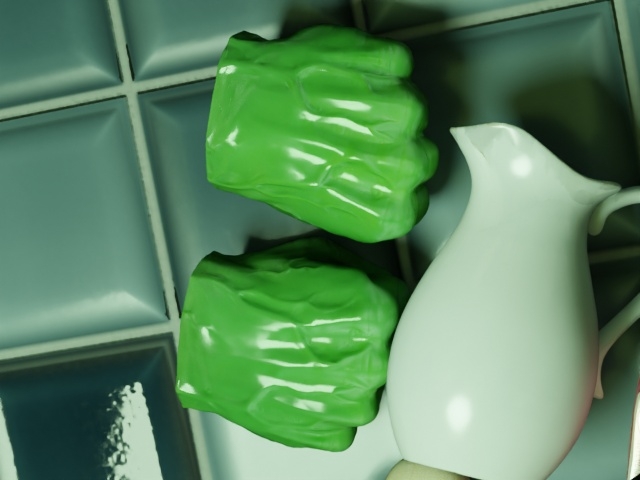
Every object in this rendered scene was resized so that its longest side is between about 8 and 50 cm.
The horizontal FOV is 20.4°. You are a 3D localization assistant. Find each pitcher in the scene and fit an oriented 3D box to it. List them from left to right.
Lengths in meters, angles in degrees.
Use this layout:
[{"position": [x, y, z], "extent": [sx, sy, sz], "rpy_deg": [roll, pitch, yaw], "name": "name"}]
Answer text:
[{"position": [0.137, 0.049, 1.095], "extent": [0.178, 0.125, 0.207], "rpy_deg": [16, 84, -18], "name": "pitcher"}]

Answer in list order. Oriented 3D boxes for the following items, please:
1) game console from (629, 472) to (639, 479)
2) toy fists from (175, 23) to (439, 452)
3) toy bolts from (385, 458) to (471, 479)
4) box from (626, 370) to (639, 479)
[{"position": [0.322, 0.209, 0.974], "extent": [0.387, 0.060, 0.342], "rpy_deg": [-31, 113, -22], "name": "game console"}, {"position": [0.000, 0.000, 1.149], "extent": [0.142, 0.096, 0.279], "rpy_deg": [13, 101, 19], "name": "toy fists"}, {"position": [0.059, 0.237, 1.072], "extent": [0.228, 0.218, 0.158], "rpy_deg": [32, 108, 35], "name": "toy bolts"}, {"position": [0.255, 0.232, 1.088], "extent": [0.154, 0.142, 0.299], "rpy_deg": [7, 98, 10], "name": "box"}]
